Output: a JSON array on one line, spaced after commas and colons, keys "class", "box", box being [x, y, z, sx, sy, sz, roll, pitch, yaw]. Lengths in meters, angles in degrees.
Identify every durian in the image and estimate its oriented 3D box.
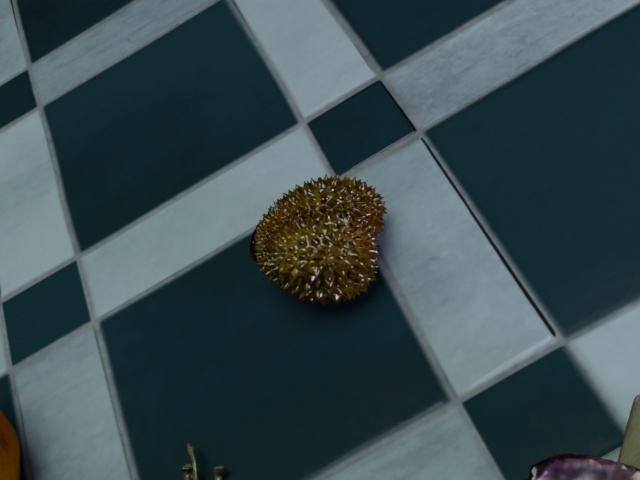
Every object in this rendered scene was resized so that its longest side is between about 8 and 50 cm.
[{"class": "durian", "box": [0.000, 0.000, 1.099, 0.168, 0.136, 0.158, -14, 30, 6]}]

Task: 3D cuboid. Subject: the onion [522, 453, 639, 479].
[{"class": "onion", "box": [0.243, 0.343, 0.720, 0.280, 0.146, 0.314, 21, 82, 14]}]

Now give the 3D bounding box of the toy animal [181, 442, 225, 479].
[{"class": "toy animal", "box": [-0.110, 0.287, 0.975, 0.069, 0.086, 0.219, -1, 37, -23]}]

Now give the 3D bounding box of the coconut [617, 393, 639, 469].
[{"class": "coconut", "box": [0.322, 0.184, 0.784, 0.153, 0.147, 0.147, -24, 49, 4]}]

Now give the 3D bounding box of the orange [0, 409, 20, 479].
[{"class": "orange", "box": [-0.468, 0.260, 1.053, 0.261, 0.261, 0.261, -14, 51, 18]}]
